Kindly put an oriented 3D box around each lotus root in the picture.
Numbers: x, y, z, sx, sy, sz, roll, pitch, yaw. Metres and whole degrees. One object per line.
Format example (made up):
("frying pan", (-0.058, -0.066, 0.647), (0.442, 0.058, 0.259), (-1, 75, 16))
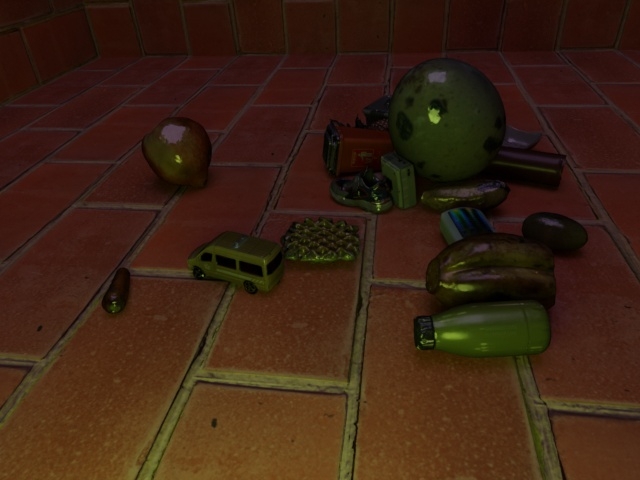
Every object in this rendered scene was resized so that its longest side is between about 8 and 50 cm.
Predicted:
("lotus root", (0.434, -0.132, 1.494), (0.259, 0.097, 0.110), (-1, 26, 17))
("lotus root", (0.384, 0.074, 1.115), (0.291, 0.193, 0.193), (-2, 34, 1))

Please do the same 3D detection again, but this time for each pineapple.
("pineapple", (0.155, -0.415, 1.928), (0.278, 0.130, 0.118), (5, 64, 9))

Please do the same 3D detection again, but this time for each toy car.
("toy car", (-0.221, 0.042, 1.257), (0.257, 0.124, 0.101), (13, 36, 21))

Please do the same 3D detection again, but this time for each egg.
("egg", (0.376, -0.360, 1.509), (0.345, 0.428, 0.344), (-11, 68, 29))

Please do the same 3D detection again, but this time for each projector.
("projector", (0.238, -0.184, 1.533), (0.061, 0.147, 0.115), (-22, 38, -13))

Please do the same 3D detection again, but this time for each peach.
("peach", (-0.477, -0.291, 1.708), (0.232, 0.256, 0.232), (-41, 10, 9))

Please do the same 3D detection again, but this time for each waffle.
("waffle", (0.000, 0.002, 1.362), (0.224, 0.054, 0.204), (1, 34, 3))

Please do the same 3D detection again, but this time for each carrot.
("carrot", (-0.501, 0.122, 1.232), (0.055, 0.055, 0.161), (-8, 27, -7))

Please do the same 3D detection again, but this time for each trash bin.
("trash bin", (0.131, -0.329, 1.769), (0.239, 0.161, 0.184), (-2, 33, -11))

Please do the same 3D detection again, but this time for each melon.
("melon", (0.617, -0.022, 1.309), (0.162, 0.099, 0.099), (16, 38, 25))

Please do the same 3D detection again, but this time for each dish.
("dish", (0.687, -0.344, 1.799), (0.151, 0.077, 0.212), (28, 41, 36))

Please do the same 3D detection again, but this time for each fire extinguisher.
("fire extinguisher", (0.637, -0.260, 1.672), (0.337, 0.106, 0.147), (15, 7, 25))

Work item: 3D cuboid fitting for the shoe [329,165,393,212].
("shoe", (0.124, -0.172, 1.550), (0.228, 0.125, 0.099), (21, 43, 29))

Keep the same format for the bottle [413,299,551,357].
("bottle", (0.322, 0.182, 1.012), (0.260, 0.112, 0.112), (-3, 34, 0))

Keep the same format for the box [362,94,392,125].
("box", (0.289, -0.521, 2.053), (0.162, 0.130, 0.227), (18, 38, 29))

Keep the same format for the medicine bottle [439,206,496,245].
("medicine bottle", (0.402, -0.001, 1.306), (0.121, 0.083, 0.228), (-3, 32, -4))
